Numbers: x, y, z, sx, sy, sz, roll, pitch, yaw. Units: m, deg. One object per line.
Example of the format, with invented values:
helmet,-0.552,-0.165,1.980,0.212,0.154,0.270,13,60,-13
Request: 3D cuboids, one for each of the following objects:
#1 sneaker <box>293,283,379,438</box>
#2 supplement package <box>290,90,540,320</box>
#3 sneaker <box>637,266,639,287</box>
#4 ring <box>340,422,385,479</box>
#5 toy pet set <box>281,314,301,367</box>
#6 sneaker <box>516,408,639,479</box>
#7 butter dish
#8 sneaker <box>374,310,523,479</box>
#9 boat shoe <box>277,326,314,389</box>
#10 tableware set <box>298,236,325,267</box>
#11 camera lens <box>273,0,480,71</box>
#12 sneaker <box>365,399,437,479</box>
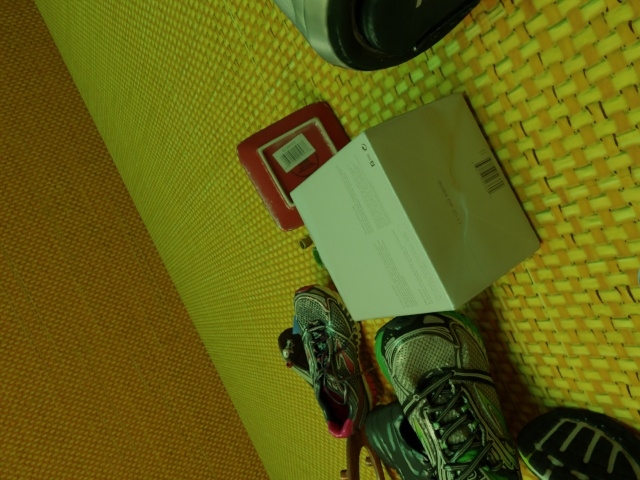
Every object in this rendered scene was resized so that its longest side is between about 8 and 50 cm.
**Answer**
sneaker,0.024,0.227,0.931,0.120,0.112,0.299,-21,93,32
supplement package,0.099,-0.027,0.577,0.194,0.149,0.203,63,153,0
sneaker,0.316,0.078,0.285,0.282,0.153,0.099,25,134,51
ring,0.097,0.533,0.979,0.336,0.032,0.337,-16,-90,-77
toy pet set,-0.024,0.221,1.064,0.065,0.122,0.114,57,-147,-61
sneaker,0.336,0.289,0.495,0.300,0.111,0.121,27,144,55
butter dish,-0.026,-0.107,0.763,0.160,0.160,0.118,60,176,6
sneaker,0.179,0.226,0.601,0.344,0.134,0.146,59,-169,-19
boat shoe,-0.008,0.303,1.124,0.257,0.095,0.095,35,148,42
tableware set,0.000,0.000,0.915,0.104,0.024,0.154,64,153,0
camera lens,0.019,-0.300,0.400,0.274,0.219,0.219,54,151,18
sneaker,0.195,0.412,0.857,0.286,0.109,0.130,51,141,14
